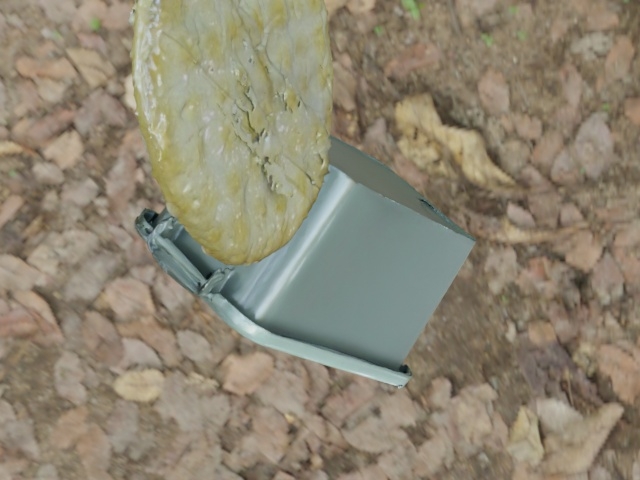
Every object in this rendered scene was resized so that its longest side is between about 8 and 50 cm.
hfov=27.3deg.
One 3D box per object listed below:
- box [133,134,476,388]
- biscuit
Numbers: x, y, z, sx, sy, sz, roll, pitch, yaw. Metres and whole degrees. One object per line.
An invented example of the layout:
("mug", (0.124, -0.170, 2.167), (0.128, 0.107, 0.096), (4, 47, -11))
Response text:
("box", (0.000, 0.000, 0.993), (0.163, 0.243, 0.135), (42, 101, 38))
("biscuit", (-0.042, -0.095, 0.751), (0.033, 0.220, 0.220), (0, 68, 27))
